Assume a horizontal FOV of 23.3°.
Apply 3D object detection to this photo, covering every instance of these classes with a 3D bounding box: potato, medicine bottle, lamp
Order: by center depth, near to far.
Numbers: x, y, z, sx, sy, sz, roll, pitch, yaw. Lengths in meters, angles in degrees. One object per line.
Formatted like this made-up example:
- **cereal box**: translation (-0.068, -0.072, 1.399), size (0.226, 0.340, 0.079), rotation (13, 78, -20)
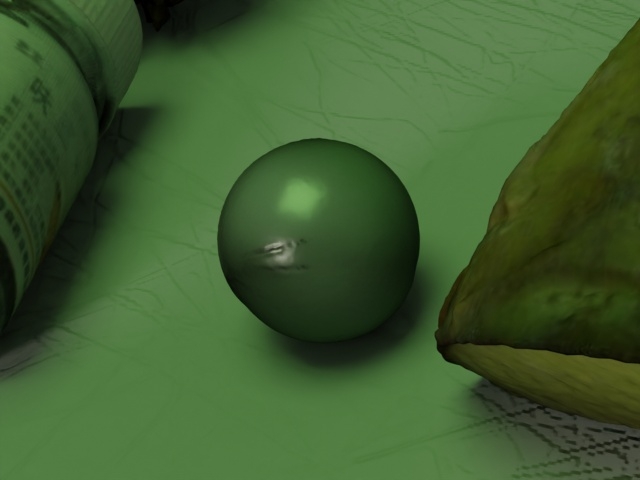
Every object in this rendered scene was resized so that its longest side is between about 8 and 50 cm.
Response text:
- **potato**: translation (0.181, -0.048, 0.642), size (0.269, 0.112, 0.255), rotation (9, 71, 44)
- **lamp**: translation (0.000, 0.000, 0.784), size (0.105, 0.105, 0.105), rotation (-14, 36, 11)
- **medicine bottle**: translation (-0.218, -0.063, 0.929), size (0.165, 0.165, 0.273), rotation (-5, 39, 23)

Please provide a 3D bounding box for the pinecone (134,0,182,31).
- **pinecone**: translation (-0.157, -0.282, 1.108), size (0.257, 0.243, 0.243), rotation (28, 55, 18)
